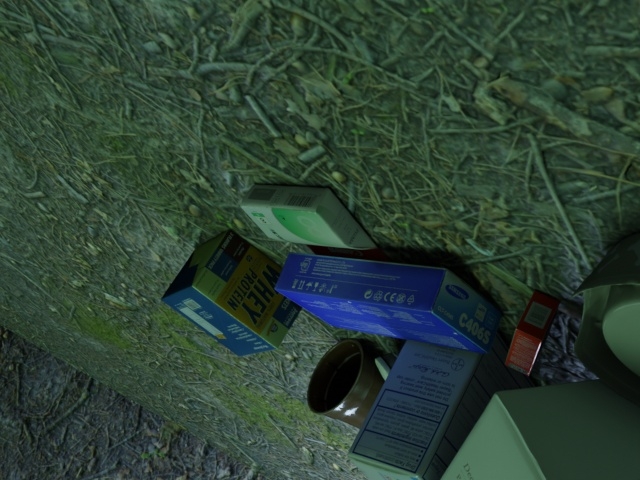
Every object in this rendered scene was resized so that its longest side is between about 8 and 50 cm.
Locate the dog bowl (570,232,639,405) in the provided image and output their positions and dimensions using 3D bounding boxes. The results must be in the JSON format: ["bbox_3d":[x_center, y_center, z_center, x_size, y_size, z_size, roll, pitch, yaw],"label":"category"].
[{"bbox_3d":[0.469,0.116,1.150,0.349,0.102,0.348,27,157,13],"label":"dog bowl"}]

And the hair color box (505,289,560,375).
[{"bbox_3d":[0.312,0.139,1.424,0.043,0.072,0.141,25,157,15],"label":"hair color box"}]

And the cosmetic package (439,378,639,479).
[{"bbox_3d":[0.365,0.436,1.328,0.329,0.327,0.393,-2,135,-26],"label":"cosmetic package"}]

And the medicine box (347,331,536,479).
[{"bbox_3d":[0.220,0.312,1.603,0.149,0.289,0.263,8,148,43],"label":"medicine box"}]

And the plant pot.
[{"bbox_3d":[0.087,0.309,1.944,0.165,0.167,0.167,34,158,-26],"label":"plant pot"}]

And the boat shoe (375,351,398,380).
[{"bbox_3d":[0.204,0.299,1.853,0.305,0.091,0.109,52,-178,-37],"label":"boat shoe"}]

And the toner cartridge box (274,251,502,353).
[{"bbox_3d":[0.102,0.096,1.557,0.348,0.075,0.165,5,158,46],"label":"toner cartridge box"}]

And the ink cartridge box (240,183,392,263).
[{"bbox_3d":[0.000,0.000,1.554,0.181,0.056,0.224,6,144,46],"label":"ink cartridge box"}]

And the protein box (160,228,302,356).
[{"bbox_3d":[-0.165,0.107,1.859,0.201,0.136,0.200,38,156,-15],"label":"protein box"}]
